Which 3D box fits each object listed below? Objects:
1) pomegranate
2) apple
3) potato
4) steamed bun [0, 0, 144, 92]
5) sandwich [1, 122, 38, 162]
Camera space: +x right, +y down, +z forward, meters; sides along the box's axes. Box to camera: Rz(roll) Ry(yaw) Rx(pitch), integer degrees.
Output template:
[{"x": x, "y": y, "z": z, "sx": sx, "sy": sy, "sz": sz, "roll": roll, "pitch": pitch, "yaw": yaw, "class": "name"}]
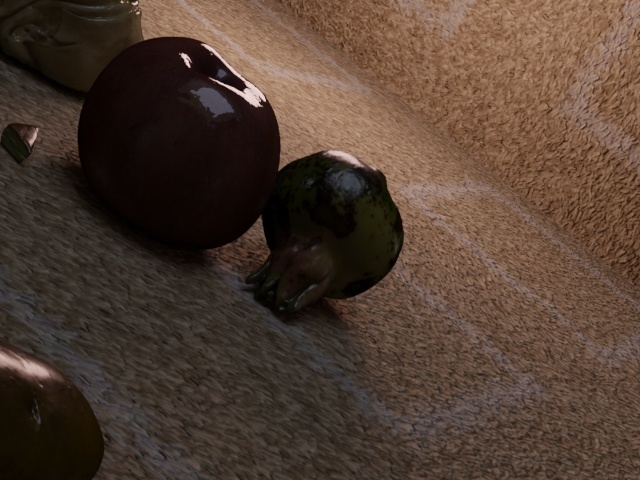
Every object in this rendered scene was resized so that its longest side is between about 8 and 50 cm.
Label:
[{"x": 0.013, "y": -0.004, "z": 1.824, "sx": 0.222, "sy": 0.204, "sz": 0.276, "roll": 56, "pitch": 20, "yaw": -20, "class": "pomegranate"}, {"x": -0.188, "y": -0.139, "z": 1.761, "sx": 0.305, "sy": 0.235, "sz": 0.306, "roll": 30, "pitch": 20, "yaw": -12, "class": "apple"}, {"x": -0.321, "y": 0.130, "z": 0.995, "sx": 0.195, "sy": 0.176, "sz": 0.369, "roll": -3, "pitch": -23, "yaw": 42, "class": "potato"}, {"x": -0.419, "y": -0.391, "z": 2.056, "sx": 0.289, "sy": 0.203, "sz": 0.276, "roll": 41, "pitch": 18, "yaw": 23, "class": "steamed bun"}, {"x": -0.406, "y": -0.136, "z": 1.702, "sx": 0.044, "sy": 0.031, "sz": 0.083, "roll": 31, "pitch": 18, "yaw": -17, "class": "sandwich"}]
